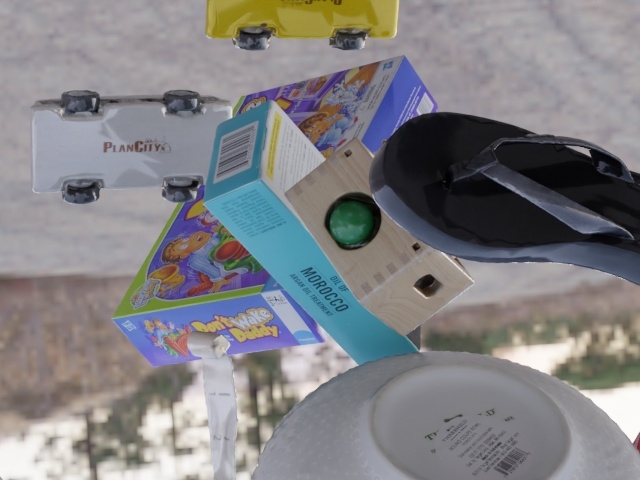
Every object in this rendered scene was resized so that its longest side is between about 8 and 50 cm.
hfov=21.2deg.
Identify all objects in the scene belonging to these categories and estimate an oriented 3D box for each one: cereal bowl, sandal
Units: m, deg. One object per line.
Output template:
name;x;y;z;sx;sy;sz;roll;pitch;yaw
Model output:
cereal bowl;0.109;0.197;1.347;0.339;0.141;0.339;3;-145;-2
sandal;0.153;-0.028;1.025;0.254;0.097;0.054;12;144;-13

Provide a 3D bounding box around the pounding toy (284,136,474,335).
pounding toy;0.057;-0.007;1.278;0.100;0.130;0.141;-38;155;6

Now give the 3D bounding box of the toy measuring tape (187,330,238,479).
toy measuring tape;-0.121;0.253;1.560;0.121;0.330;0.121;-4;-172;1

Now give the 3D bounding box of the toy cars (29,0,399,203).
toy cars;-0.102;-0.162;1.574;0.393;0.176;0.087;-41;-154;-5

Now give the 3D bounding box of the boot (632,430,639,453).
boot;0.413;0.217;1.617;0.244;0.176;0.088;24;-167;22

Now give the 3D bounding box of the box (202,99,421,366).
box;0.000;0.000;1.461;0.060;0.100;0.244;-22;129;27

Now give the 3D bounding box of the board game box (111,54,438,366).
board game box;-0.042;-0.032;1.784;0.233;0.078;0.347;-11;-141;37

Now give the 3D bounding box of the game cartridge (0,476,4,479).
game cartridge;-0.395;0.264;1.364;0.297;0.062;0.198;-39;137;-5
